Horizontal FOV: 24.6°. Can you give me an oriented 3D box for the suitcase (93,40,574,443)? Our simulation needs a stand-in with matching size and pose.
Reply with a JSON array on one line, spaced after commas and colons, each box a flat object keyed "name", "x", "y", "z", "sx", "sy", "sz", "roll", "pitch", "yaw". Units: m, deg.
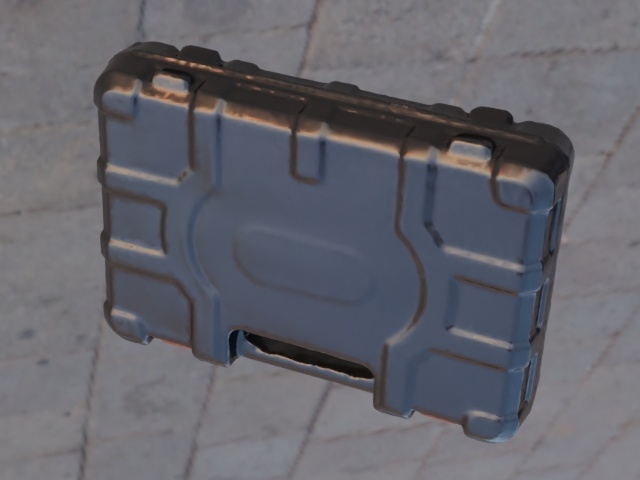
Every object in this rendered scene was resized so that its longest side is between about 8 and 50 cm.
[{"name": "suitcase", "x": 0.000, "y": 0.000, "z": 0.887, "sx": 0.285, "sy": 0.066, "sz": 0.206, "roll": 14, "pitch": 125, "yaw": 16}]
